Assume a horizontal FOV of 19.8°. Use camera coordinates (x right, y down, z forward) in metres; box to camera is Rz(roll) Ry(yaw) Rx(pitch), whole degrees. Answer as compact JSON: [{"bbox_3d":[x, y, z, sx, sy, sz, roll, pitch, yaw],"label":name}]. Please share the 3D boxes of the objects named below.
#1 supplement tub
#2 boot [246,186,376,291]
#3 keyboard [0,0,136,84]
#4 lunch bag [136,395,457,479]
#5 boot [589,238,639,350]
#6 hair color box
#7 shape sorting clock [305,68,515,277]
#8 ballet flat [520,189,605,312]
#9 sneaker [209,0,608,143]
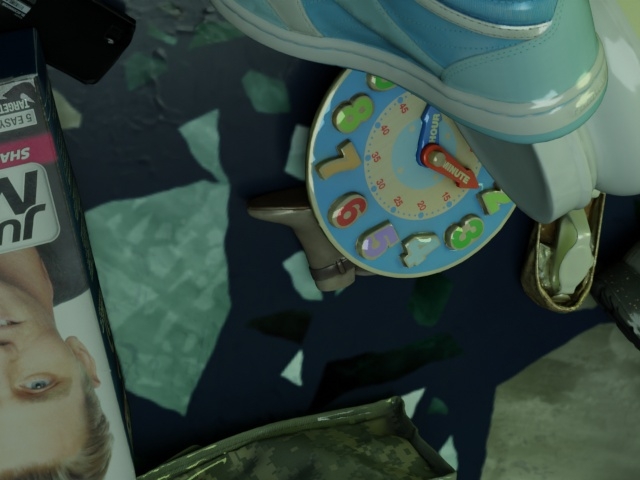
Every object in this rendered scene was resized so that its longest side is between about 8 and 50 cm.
[{"bbox_3d":[0.251,-0.178,1.340,0.325,0.235,0.235,-31,119,-6],"label":"supplement tub"},{"bbox_3d":[0.000,0.000,1.473,0.118,0.042,0.087,-8,118,-12],"label":"boot"},{"bbox_3d":[-0.218,-0.193,1.331,0.192,0.038,0.100,29,127,-27],"label":"keyboard"},{"bbox_3d":[-0.041,0.285,1.522,0.287,0.169,0.235,-12,117,-16],"label":"lunch bag"},{"bbox_3d":[0.404,0.073,1.590,0.223,0.118,0.338,-42,123,0],"label":"boot"},{"bbox_3d":[-0.255,0.033,1.369,0.174,0.105,0.347,-12,118,-4],"label":"hair color box"},{"bbox_3d":[0.082,-0.068,1.446,0.206,0.040,0.206,-9,109,-29],"label":"shape sorting clock"},{"bbox_3d":[0.210,-0.032,1.504,0.073,0.067,0.206,-4,115,-13],"label":"ballet flat"},{"bbox_3d":[0.038,-0.204,1.156,0.127,0.319,0.208,-51,149,-28],"label":"sneaker"}]
